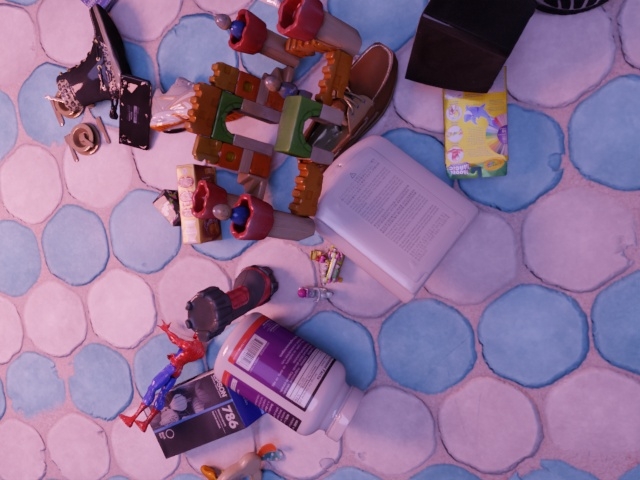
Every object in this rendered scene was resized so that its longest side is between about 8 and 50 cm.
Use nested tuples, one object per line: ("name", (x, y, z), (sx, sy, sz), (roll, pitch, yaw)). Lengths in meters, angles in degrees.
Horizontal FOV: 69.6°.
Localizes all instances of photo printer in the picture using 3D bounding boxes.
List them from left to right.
("photo printer", (0.137, -0.059, 0.970), (0.307, 0.107, 0.256), (38, 77, 8))

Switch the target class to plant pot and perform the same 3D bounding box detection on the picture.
("plant pot", (0.288, -0.395, 0.872), (0.166, 0.188, 0.188), (29, 78, 10))

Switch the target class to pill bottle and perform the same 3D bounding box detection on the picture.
("pill bottle", (-0.070, 0.315, 1.056), (0.322, 0.181, 0.182), (30, 101, 10))

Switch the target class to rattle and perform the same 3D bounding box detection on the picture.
("rattle", (-0.203, 0.570, 1.191), (0.130, 0.142, 0.200), (35, 87, -23))

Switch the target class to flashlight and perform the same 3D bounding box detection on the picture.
("flashlight", (-0.187, 0.119, 1.005), (0.103, 0.304, 0.103), (41, 102, 9))

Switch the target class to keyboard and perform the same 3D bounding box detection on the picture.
("keyboard", (-0.476, -0.322, 1.153), (0.108, 0.023, 0.180), (15, 119, -1))

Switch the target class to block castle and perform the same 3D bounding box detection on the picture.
("block castle", (-0.124, -0.239, 0.928), (0.303, 0.212, 0.454), (21, 99, 52))

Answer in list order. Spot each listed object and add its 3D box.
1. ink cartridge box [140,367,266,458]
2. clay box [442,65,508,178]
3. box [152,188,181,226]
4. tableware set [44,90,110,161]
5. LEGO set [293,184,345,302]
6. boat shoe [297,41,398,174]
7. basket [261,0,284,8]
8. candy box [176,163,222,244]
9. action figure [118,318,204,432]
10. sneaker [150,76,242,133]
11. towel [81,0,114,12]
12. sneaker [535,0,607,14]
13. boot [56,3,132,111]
("ink cartridge box", (-0.290, 0.427, 1.184), (0.332, 0.065, 0.166), (-27, 87, 14))
("clay box", (0.325, -0.242, 0.970), (0.127, 0.053, 0.222), (-1, 95, 14))
("box", (-0.366, -0.082, 1.158), (0.052, 0.062, 0.083), (-45, 83, 12))
("tableware set", (-0.655, -0.320, 1.224), (0.128, 0.039, 0.194), (-23, 89, 15))
("LEGO set", (0.000, 0.000, 1.048), (0.132, 0.107, 0.287), (-3, 94, 15))
("boat shoe", (0.056, -0.275, 1.003), (0.122, 0.120, 0.324), (34, 102, 9))
("basket", (-0.127, -0.606, 1.002), (0.113, 0.167, 0.103), (27, 95, 10))
("candy box", (-0.292, -0.087, 1.115), (0.053, 0.109, 0.187), (-5, 94, 15))
("action figure", (-0.402, 0.321, 1.171), (0.139, 0.091, 0.280), (28, 71, 34))
("sneaker", (-0.299, -0.341, 1.104), (0.262, 0.099, 0.121), (-7, 89, 14))
("towel", (-0.601, -0.770, 1.179), (0.243, 0.040, 0.336), (-45, 85, 12))
("sneaker", (0.435, -0.523, 0.893), (0.299, 0.111, 0.122), (10, 93, 11))
("boot", (-0.586, -0.454, 1.160), (0.178, 0.085, 0.237), (-17, 94, 5))
